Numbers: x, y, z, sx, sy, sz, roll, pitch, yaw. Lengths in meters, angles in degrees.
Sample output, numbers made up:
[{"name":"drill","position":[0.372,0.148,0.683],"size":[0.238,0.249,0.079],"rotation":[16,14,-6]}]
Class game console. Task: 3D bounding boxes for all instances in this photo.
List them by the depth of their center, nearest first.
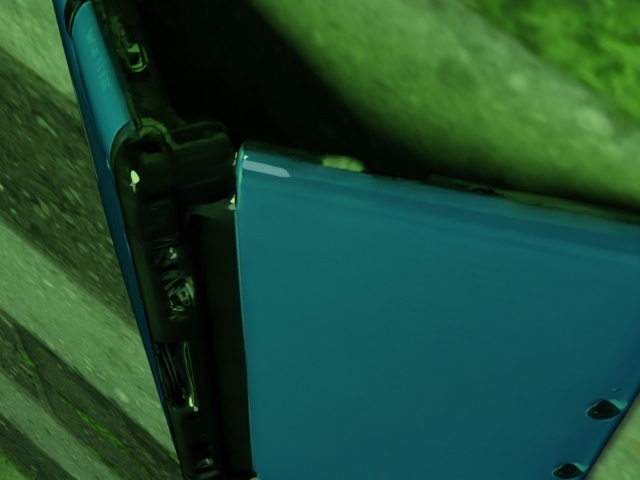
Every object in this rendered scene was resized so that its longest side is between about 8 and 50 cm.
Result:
[{"name":"game console","position":[0.000,0.000,0.498],"size":[0.293,0.173,0.250],"rotation":[94,158,-58]}]
